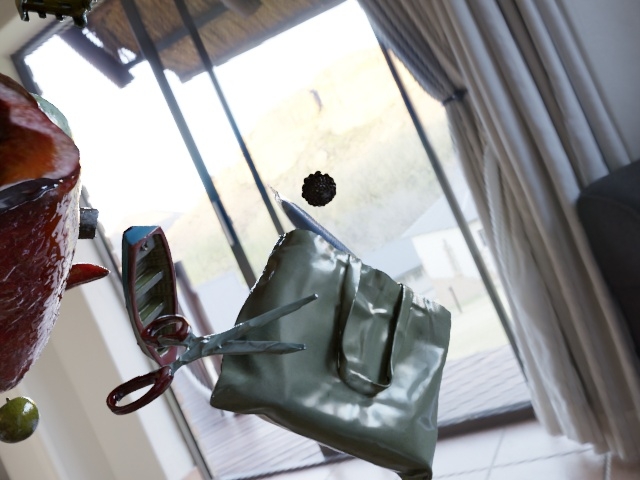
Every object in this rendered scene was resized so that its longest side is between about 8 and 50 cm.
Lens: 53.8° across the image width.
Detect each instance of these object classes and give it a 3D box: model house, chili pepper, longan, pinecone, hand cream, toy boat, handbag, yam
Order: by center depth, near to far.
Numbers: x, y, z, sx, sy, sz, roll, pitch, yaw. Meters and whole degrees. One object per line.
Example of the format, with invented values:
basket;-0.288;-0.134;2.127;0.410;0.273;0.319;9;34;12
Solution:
chili pepper;-0.343;0.026;0.521;0.251;0.229;0.305;-16;-42;-43
handbag;0.033;0.146;0.789;0.109;0.316;0.253;-32;34;52
longan;-0.482;0.278;0.995;0.075;0.083;0.075;-25;-34;-19
hand cream;0.000;0.000;1.145;0.058;0.271;0.091;-43;21;1
pinecone;-0.003;-0.107;1.311;0.077;0.077;0.083;-24;5;5
toy boat;-0.367;0.137;1.361;0.079;0.392;0.136;20;40;20
yam;-0.564;-0.037;1.386;0.141;0.079;0.079;2;-13;-31
chili pepper;-0.679;0.153;1.491;0.368;0.137;0.092;-43;-21;-2
model house;-0.723;-0.722;1.700;0.224;0.215;0.198;-10;-15;-42

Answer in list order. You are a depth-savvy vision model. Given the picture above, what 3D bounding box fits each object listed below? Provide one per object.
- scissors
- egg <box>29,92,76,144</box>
scissors;-0.118;0.116;0.698;0.247;0.017;0.144;-17;33;22
egg;-0.482;-0.145;0.976;0.169;0.169;0.231;-24;11;14
